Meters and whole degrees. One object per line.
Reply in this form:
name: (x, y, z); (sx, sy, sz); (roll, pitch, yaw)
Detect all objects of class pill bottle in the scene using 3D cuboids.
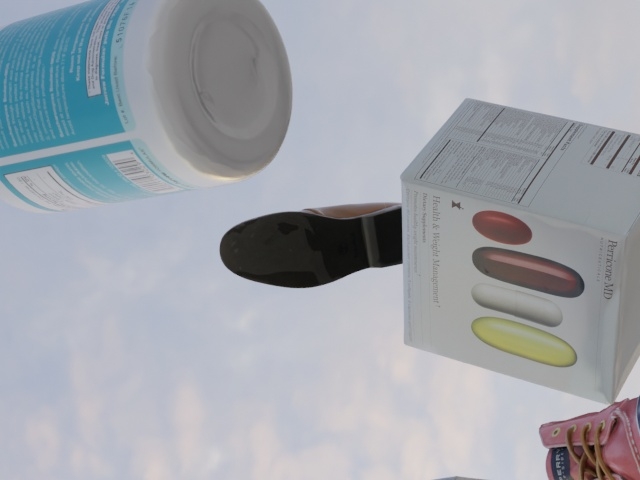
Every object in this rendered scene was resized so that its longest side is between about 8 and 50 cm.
pill bottle: (-0.161, -0.098, 1.064); (0.146, 0.264, 0.146); (11, -104, -52)

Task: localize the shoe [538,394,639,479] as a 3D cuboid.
shoe: (0.160, 0.118, 0.796); (0.178, 0.081, 0.063); (25, -132, -74)

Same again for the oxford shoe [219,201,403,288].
oxford shoe: (0.000, 0.000, 1.445); (0.212, 0.076, 0.076); (-5, -75, -18)

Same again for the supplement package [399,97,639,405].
supplement package: (0.193, 0.007, 1.314); (0.149, 0.203, 0.194); (-50, -35, -44)

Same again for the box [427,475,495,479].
box: (0.173, 0.325, 1.620); (0.203, 0.103, 0.114); (14, -114, -47)
